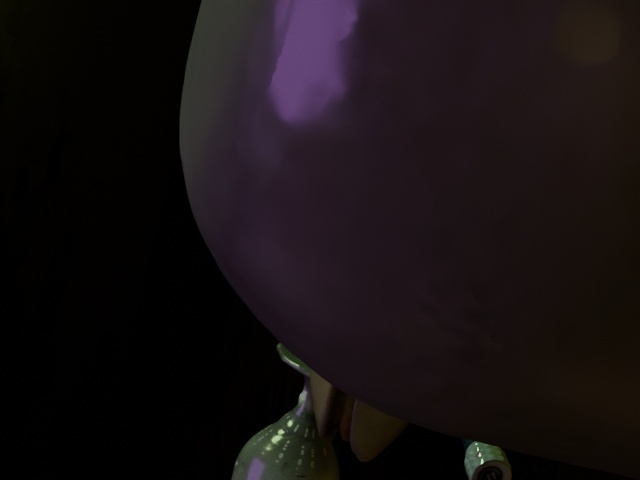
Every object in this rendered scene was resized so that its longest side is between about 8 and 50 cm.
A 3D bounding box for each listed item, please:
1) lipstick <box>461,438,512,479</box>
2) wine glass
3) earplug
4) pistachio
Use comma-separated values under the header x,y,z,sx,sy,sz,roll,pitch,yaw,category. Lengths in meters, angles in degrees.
x,y,z,sx,sy,sz,roll,pitch,yaw,category
0.135,0.170,1.015,0.116,0.037,0.037,-100,28,-66,lipstick
-0.027,0.239,1.343,0.126,0.126,0.241,-126,51,-69,wine glass
0.143,-0.052,0.513,0.312,0.394,0.313,-166,90,-73,earplug
0.056,0.117,1.169,0.152,0.126,0.223,-35,-36,-61,pistachio
